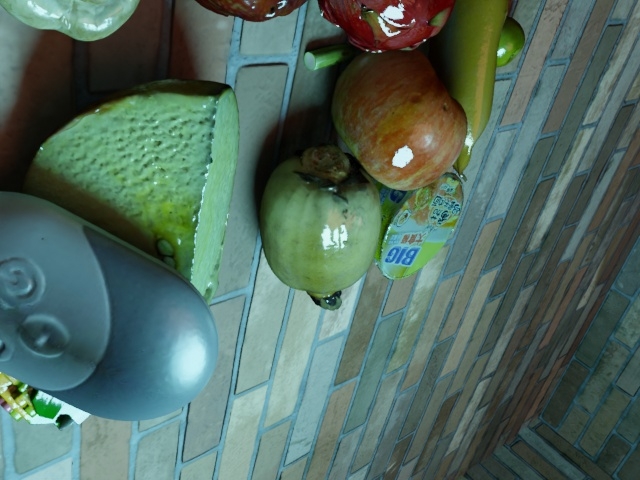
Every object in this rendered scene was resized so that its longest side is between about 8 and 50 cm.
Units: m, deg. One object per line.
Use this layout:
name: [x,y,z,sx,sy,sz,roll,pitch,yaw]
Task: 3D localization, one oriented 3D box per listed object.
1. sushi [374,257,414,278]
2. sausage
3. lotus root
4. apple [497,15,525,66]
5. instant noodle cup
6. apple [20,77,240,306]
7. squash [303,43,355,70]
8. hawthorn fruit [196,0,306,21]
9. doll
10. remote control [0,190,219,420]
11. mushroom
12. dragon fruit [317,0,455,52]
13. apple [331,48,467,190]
sushi: [0.163,0.002,1.276,0.078,0.090,0.150,-8,125,-50]
sausage: [0.222,-0.252,1.029,0.112,0.112,0.328,-14,115,-42]
lotus root: [0.000,0.000,1.007,0.183,0.183,0.310,-31,144,-27]
apple: [0.310,-0.344,1.141,0.089,0.074,0.089,-41,165,-13]
instant noodle cup: [0.127,-0.058,1.124,0.205,0.153,0.205,-28,139,-28]
apple: [-0.190,-0.040,0.749,0.254,0.179,0.346,-21,138,-40]
squash: [0.017,-0.259,0.920,0.083,0.027,0.027,-26,138,-34]
hawthorn fruit: [-0.067,-0.315,0.661,0.173,0.173,0.179,-14,132,-42]
doll: [-0.351,0.156,0.812,0.186,0.106,0.134,28,84,-38]
remote control: [-0.268,0.078,0.703,0.332,0.103,0.221,29,118,-13]
mushroom: [-0.223,-0.250,0.579,0.148,0.112,0.148,-40,148,-31]
dragon fruit: [0.084,-0.321,0.819,0.209,0.172,0.172,-17,134,-50]
apple: [0.113,-0.180,0.949,0.164,0.209,0.209,-40,149,16]
